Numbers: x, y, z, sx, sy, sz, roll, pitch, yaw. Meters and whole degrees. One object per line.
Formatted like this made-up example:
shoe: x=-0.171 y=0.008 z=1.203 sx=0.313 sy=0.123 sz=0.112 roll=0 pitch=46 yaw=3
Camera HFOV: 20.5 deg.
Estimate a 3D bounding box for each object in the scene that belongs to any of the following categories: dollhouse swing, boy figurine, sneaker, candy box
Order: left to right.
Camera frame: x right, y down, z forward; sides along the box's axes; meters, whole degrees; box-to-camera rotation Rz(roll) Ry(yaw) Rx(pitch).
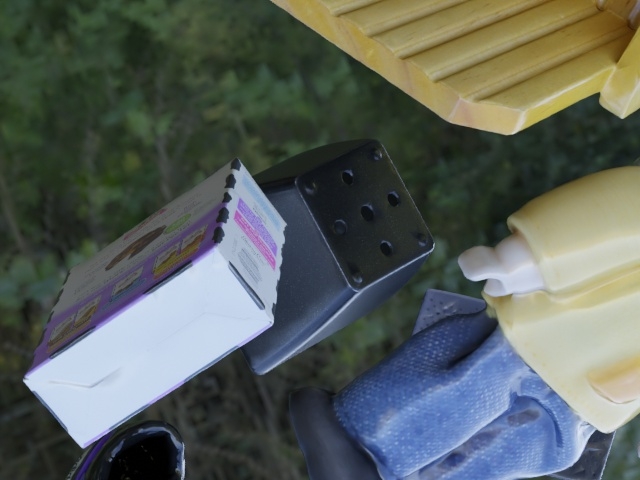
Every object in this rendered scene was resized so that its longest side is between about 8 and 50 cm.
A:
sneaker: x=-0.186 y=0.267 z=1.447 sx=0.146 sy=0.102 sz=0.293 roll=-40 pitch=-154 yaw=53
candy box: x=-0.111 y=0.039 z=1.259 sx=0.165 sy=0.070 sz=0.196 roll=-34 pitch=-164 yaw=13
dollhouse swing: x=0.173 y=-0.299 z=1.589 sx=0.305 sy=0.347 sz=0.315 roll=-9 pitch=132 yaw=-58
boy figurine: x=0.134 y=0.043 z=0.752 sx=0.285 sy=0.177 sz=0.092 roll=-30 pitch=-140 yaw=9

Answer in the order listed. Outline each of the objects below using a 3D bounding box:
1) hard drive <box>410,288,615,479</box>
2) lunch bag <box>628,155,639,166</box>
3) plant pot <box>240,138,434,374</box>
hard drive: x=0.218 y=0.169 z=2.034 sx=0.254 sy=0.172 sz=0.054 roll=18 pitch=172 yaw=6
lunch bag: x=0.429 y=-0.049 z=1.853 sx=0.235 sy=0.169 sz=0.287 roll=-49 pitch=-153 yaw=16
plant pot: x=0.000 y=0.000 z=1.785 sx=0.187 sy=0.188 sz=0.167 roll=-27 pitch=180 yaw=-39
